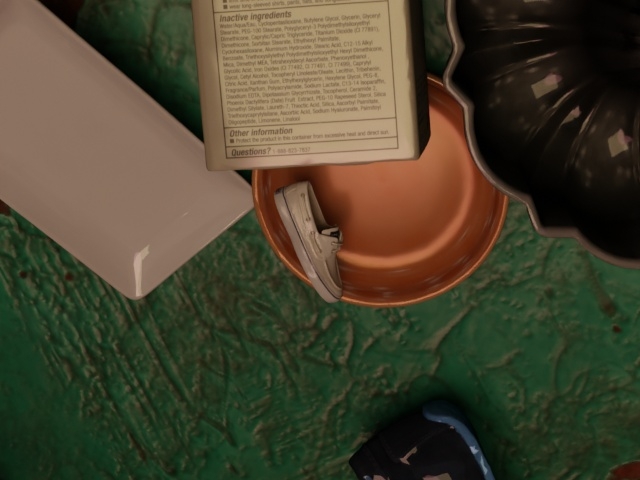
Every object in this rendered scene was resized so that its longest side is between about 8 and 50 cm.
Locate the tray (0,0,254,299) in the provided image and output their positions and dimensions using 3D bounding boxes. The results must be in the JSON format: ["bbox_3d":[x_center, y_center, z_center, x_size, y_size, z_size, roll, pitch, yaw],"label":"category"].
[{"bbox_3d":[-0.186,-0.073,1.459,0.145,0.030,0.270,-39,122,17],"label":"tray"}]

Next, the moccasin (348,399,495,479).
[{"bbox_3d":[0.123,0.298,1.560,0.117,0.138,0.342,-23,94,0],"label":"moccasin"}]

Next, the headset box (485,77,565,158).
[{"bbox_3d":[0.147,-0.110,1.428,0.083,0.032,0.062,49,66,-12],"label":"headset box"}]

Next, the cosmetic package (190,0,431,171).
[{"bbox_3d":[-0.011,-0.211,1.359,0.160,0.113,0.309,-2,101,9],"label":"cosmetic package"}]

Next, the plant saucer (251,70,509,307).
[{"bbox_3d":[0.047,-0.046,1.479,0.200,0.037,0.200,2,110,7],"label":"plant saucer"}]

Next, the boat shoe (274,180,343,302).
[{"bbox_3d":[0.000,0.000,1.464,0.035,0.035,0.100,-21,100,17],"label":"boat shoe"}]

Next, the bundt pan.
[{"bbox_3d":[0.239,-0.149,1.346,0.331,0.124,0.331,-1,101,-5],"label":"bundt pan"}]
